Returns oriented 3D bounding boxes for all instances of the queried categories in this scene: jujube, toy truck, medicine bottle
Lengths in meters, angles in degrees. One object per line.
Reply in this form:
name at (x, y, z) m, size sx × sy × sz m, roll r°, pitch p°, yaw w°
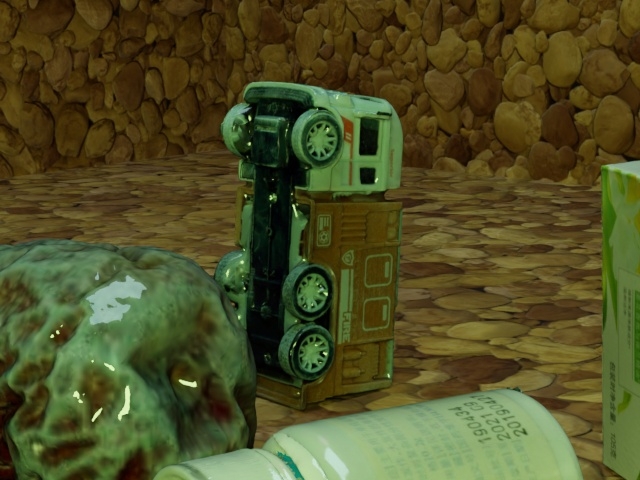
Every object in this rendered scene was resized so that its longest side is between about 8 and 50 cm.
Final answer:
jujube at (-0.185, 0.106, 1.270) m, size 0.226 × 0.226 × 0.317 m, roll -10°, pitch 8°, yaw -41°
toy truck at (0.000, 0.000, 1.619) m, size 0.162 × 0.305 × 0.136 m, roll -2°, pitch 8°, yaw -39°
medicine bottle at (0.029, 0.179, 1.042) m, size 0.258 × 0.143 × 0.143 m, roll -6°, pitch 11°, yaw -29°

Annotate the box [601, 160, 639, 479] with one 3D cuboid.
box at (0.303, 0.074, 1.277) m, size 0.111 × 0.260 × 0.194 m, roll -3°, pitch 10°, yaw -16°
